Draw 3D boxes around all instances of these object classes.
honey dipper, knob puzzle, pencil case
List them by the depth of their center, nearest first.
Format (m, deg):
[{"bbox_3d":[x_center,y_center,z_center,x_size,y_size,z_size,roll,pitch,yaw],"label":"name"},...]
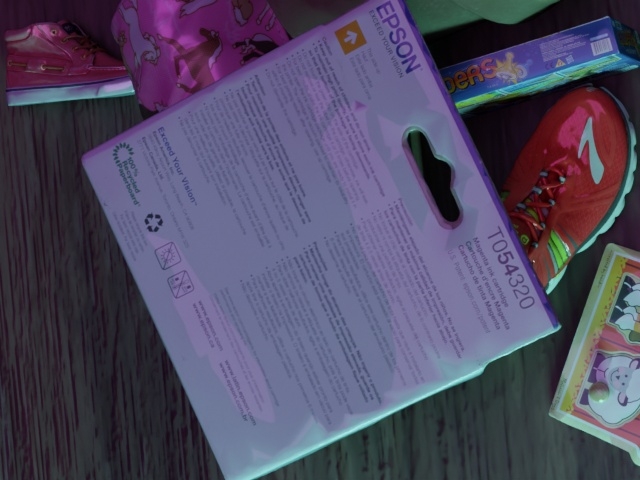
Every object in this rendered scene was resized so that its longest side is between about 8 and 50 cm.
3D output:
[{"bbox_3d":[0.318,0.114,1.622,0.213,0.030,0.213,0,90,20],"label":"knob puzzle"},{"bbox_3d":[-0.055,-0.079,1.696,0.167,0.160,0.386,-34,77,53],"label":"pencil case"},{"bbox_3d":[0.094,-0.039,1.707,0.030,0.030,0.161,-9,84,20],"label":"honey dipper"}]

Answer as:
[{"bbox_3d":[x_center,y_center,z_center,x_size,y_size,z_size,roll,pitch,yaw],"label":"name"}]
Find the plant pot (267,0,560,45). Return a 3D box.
[{"bbox_3d":[0.071,-0.268,1.615,0.229,0.263,0.263,-34,78,34],"label":"plant pot"}]

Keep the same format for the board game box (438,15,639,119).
[{"bbox_3d":[0.179,-0.148,1.617,0.201,0.136,0.035,-16,85,19],"label":"board game box"}]

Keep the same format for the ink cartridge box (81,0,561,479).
[{"bbox_3d":[0.000,0.000,1.559,0.330,0.071,0.324,-26,82,16],"label":"ink cartridge box"}]

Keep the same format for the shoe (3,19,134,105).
[{"bbox_3d":[-0.240,-0.181,1.809,0.178,0.063,0.081,-3,95,25],"label":"shoe"}]

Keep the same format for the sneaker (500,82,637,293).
[{"bbox_3d":[0.190,-0.011,1.622,0.107,0.118,0.279,31,101,17],"label":"sneaker"}]
